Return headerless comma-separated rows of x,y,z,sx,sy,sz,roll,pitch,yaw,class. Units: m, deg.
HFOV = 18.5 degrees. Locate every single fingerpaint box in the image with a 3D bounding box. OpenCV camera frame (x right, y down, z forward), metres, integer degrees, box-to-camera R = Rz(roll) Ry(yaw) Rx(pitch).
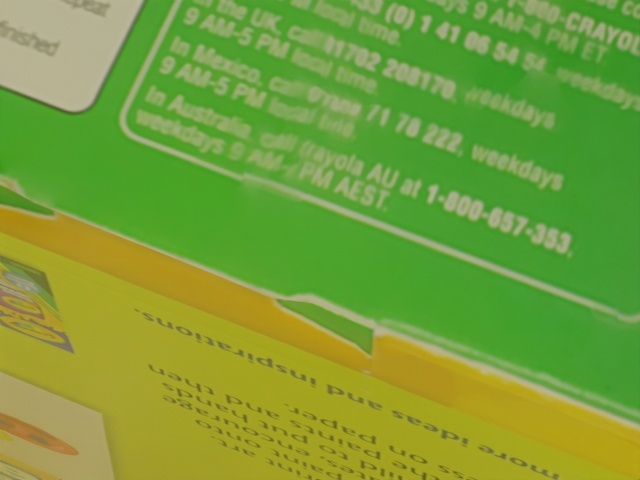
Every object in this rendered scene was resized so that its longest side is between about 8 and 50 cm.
0.000,0.000,0.576,0.444,0.163,0.371,21,-19,9,fingerpaint box
